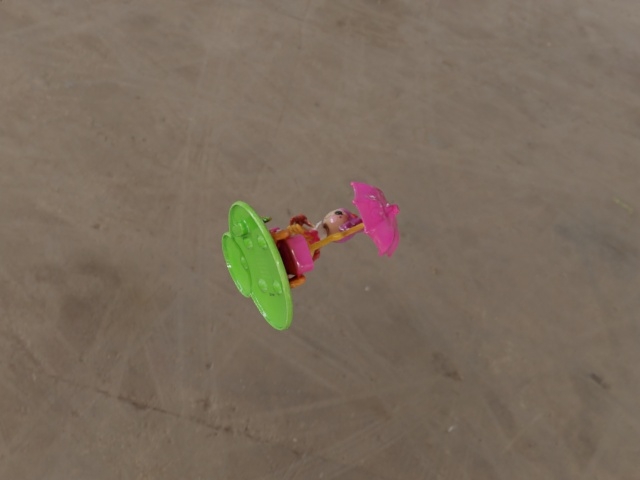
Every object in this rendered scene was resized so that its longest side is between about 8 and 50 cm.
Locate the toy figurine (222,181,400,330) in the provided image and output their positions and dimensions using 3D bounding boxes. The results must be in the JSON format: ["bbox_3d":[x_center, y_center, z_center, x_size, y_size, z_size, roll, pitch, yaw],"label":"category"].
[{"bbox_3d":[0.000,0.000,0.837,0.159,0.173,0.130,-21,96,-21],"label":"toy figurine"}]
